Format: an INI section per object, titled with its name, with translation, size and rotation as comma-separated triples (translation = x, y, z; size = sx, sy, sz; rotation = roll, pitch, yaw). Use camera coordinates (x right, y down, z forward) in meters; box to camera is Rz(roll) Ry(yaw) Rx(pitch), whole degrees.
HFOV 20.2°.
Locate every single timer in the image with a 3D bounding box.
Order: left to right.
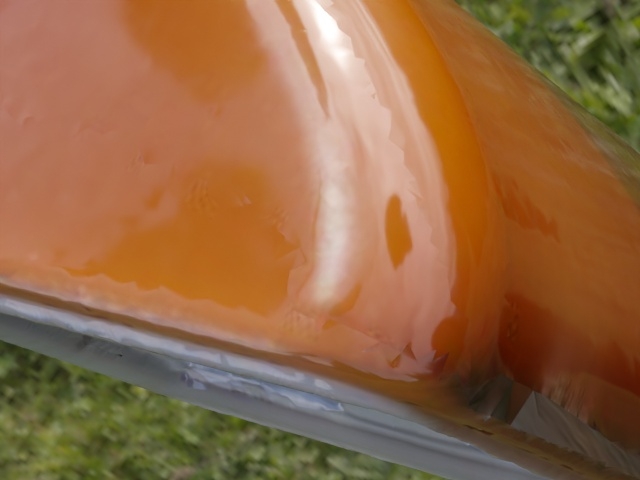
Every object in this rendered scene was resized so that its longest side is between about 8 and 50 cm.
[timer]
translation = 0.000, 0.000, 0.486
size = 0.250, 0.257, 0.161
rotation = 30, 91, 37
